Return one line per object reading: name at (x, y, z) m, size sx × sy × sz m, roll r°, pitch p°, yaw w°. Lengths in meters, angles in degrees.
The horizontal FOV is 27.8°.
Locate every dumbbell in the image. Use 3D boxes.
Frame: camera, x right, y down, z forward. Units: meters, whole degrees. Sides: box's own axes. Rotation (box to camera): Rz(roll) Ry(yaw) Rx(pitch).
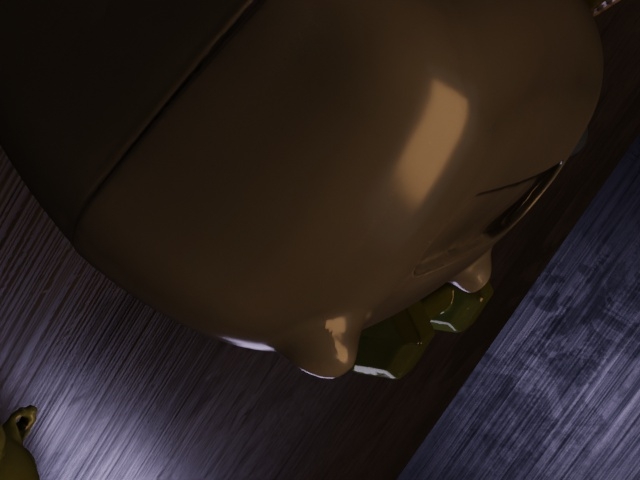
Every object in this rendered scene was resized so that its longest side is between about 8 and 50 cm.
dumbbell at (0.126, 0.088, 1.680) m, size 0.302 × 0.121 × 0.108 m, roll -22°, pitch 117°, yaw -61°

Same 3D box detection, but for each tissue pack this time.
tissue pack at (0.010, -0.081, 0.653) m, size 0.229 × 0.236 × 0.333 m, roll -47°, pitch 169°, yaw 23°

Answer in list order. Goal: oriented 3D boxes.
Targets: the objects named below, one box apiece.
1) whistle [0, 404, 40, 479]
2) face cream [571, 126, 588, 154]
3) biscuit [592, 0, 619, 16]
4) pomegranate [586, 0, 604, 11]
whistle at (-0.267, 0.211, 0.771) m, size 0.288 × 0.106 × 0.131 m, roll -50°, pitch 167°, yaw -16°
face cream at (0.243, -0.132, 1.595) m, size 0.385 × 0.086 × 0.136 m, roll -10°, pitch 132°, yaw -62°
biscuit at (0.429, -0.394, 1.530) m, size 0.325 × 0.044 × 0.217 m, roll -48°, pitch -174°, yaw -19°
pomegranate at (0.134, -0.219, 0.892) m, size 0.241 × 0.159 × 0.190 m, roll -53°, pitch -167°, yaw -28°
